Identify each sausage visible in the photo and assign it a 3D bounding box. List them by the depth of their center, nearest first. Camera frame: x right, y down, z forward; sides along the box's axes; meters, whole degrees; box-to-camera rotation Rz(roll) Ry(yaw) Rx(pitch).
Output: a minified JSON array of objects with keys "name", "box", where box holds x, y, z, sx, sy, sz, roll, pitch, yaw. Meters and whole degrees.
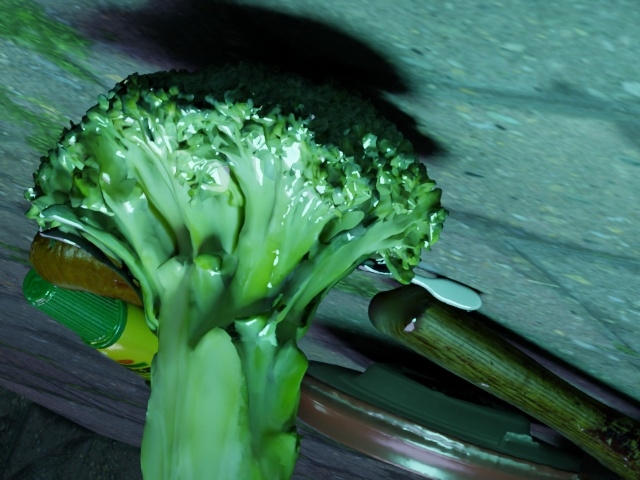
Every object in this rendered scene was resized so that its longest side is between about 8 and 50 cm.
[{"name":"sausage","box":[-0.168,0.028,1.768,0.302,0.076,0.103,14,165,34]}]

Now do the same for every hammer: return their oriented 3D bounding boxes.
[{"name":"hammer","box":[0.219,0.144,1.611,0.409,0.095,0.242,34,164,-23]}]

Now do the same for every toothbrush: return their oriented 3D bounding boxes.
[{"name":"toothbrush","box":[0.000,0.000,1.488,0.276,0.019,0.025,22,176,1]}]

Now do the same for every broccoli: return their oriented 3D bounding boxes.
[{"name":"broccoli","box":[-0.033,0.063,1.075,0.252,0.361,0.221,-23,158,12]}]

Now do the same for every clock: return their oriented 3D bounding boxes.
[{"name":"clock","box":[0.118,0.178,1.851,0.318,0.080,0.318,19,-176,-1]}]

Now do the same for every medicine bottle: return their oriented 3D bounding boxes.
[{"name":"medicine bottle","box":[-0.244,0.104,2.243,0.111,0.076,0.309,11,163,38]}]

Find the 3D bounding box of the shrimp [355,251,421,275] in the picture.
[{"name":"shrimp","box":[-0.019,0.009,1.437,0.219,0.046,0.152,14,151,24]}]
